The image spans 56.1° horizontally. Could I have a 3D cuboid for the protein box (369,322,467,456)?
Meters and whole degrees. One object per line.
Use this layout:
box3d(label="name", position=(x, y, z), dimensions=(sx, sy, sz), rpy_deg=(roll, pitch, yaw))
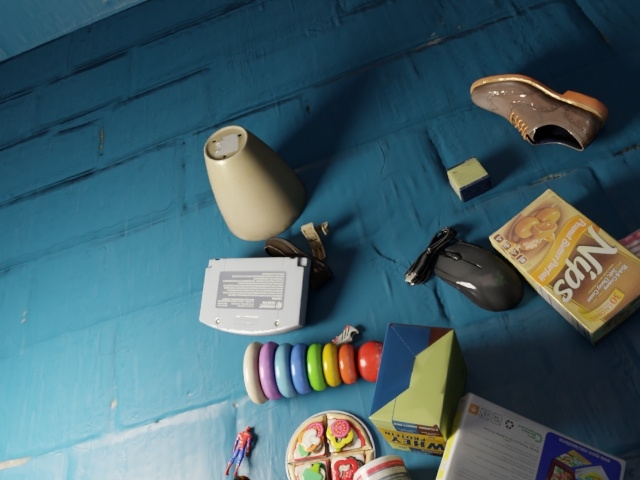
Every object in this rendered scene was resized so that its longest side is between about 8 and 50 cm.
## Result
box3d(label="protein box", position=(0.203, 0.303, 1.205), dimensions=(0.136, 0.201, 0.199), rpy_deg=(2, 57, 23))

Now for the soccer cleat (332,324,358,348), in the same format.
box3d(label="soccer cleat", position=(0.056, 0.237, 1.423), dimensions=(0.036, 0.029, 0.083), rpy_deg=(26, 64, 38))

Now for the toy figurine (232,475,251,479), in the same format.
box3d(label="toy figurine", position=(-0.177, 0.590, 1.189), dimensions=(0.209, 0.148, 0.213), rpy_deg=(-29, 51, 1))

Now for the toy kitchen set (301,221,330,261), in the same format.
box3d(label="toy kitchen set", position=(0.000, 0.000, 1.576), dimensions=(0.068, 0.083, 0.075), rpy_deg=(-22, 51, 7))

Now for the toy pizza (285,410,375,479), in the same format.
box3d(label="toy pizza", position=(0.017, 0.458, 1.279), dimensions=(0.201, 0.032, 0.201), rpy_deg=(-11, 54, 15))

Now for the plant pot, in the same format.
box3d(label="plant pot", position=(-0.202, -0.179, 1.663), dimensions=(0.256, 0.274, 0.256), rpy_deg=(-10, 54, 14))

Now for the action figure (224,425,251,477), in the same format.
box3d(label="action figure", position=(-0.180, 0.473, 1.350), dimensions=(0.038, 0.030, 0.115), rpy_deg=(6, 54, 19))

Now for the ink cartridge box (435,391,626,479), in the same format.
box3d(label="ink cartridge box", position=(0.350, 0.470, 1.047), dimensions=(0.304, 0.072, 0.307), rpy_deg=(24, 66, 5))

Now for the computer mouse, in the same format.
box3d(label="computer mouse", position=(0.341, 0.069, 1.400), dimensions=(0.272, 0.072, 0.188), rpy_deg=(29, 70, 35))

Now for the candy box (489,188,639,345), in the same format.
box3d(label="candy box", position=(0.547, 0.050, 1.310), dimensions=(0.183, 0.087, 0.316), rpy_deg=(-40, 50, 2))

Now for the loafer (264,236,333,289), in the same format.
box3d(label="loafer", position=(-0.072, 0.060, 1.565), dimensions=(0.220, 0.080, 0.078), rpy_deg=(26, 68, 33))

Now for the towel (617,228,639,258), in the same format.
box3d(label="towel", position=(0.728, 0.053, 1.284), dimensions=(0.144, 0.029, 0.197), rpy_deg=(-29, 51, 1))

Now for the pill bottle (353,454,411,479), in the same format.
box3d(label="pill bottle", position=(0.142, 0.515, 1.140), dimensions=(0.108, 0.108, 0.180), rpy_deg=(-27, 51, 2))

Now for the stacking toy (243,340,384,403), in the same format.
box3d(label="stacking toy", position=(0.001, 0.281, 1.353), dimensions=(0.330, 0.141, 0.141), rpy_deg=(-9, 54, 11))

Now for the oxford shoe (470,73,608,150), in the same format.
box3d(label="oxford shoe", position=(0.545, -0.335, 1.573), dimensions=(0.364, 0.130, 0.132), rpy_deg=(24, 74, 33))

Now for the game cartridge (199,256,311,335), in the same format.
box3d(label="game cartridge", position=(-0.168, 0.142, 1.525), dimensions=(0.297, 0.062, 0.198), rpy_deg=(-1, 79, 26))

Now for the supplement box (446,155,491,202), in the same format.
box3d(label="supplement box", position=(0.383, -0.158, 1.553), dimensions=(0.083, 0.056, 0.083), rpy_deg=(-26, 51, 3))
